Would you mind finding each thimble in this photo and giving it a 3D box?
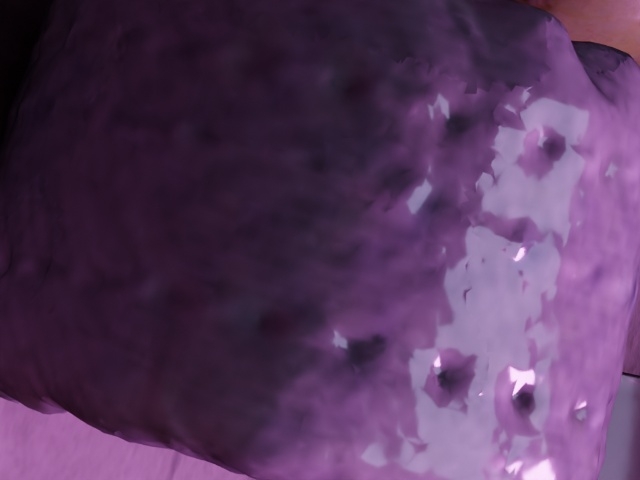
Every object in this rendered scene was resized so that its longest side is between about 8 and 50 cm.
[{"bbox_3d":[0.000,0.000,0.643,0.245,0.217,0.157,50,57,-82],"label":"thimble"}]

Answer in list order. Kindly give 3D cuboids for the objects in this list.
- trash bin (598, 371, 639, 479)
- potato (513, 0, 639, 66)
[{"bbox_3d":[0.076,0.221,1.001,0.214,0.214,0.333,15,86,-70],"label":"trash bin"},{"bbox_3d":[0.113,-0.198,0.879,0.165,0.165,0.262,-43,130,-55],"label":"potato"}]
